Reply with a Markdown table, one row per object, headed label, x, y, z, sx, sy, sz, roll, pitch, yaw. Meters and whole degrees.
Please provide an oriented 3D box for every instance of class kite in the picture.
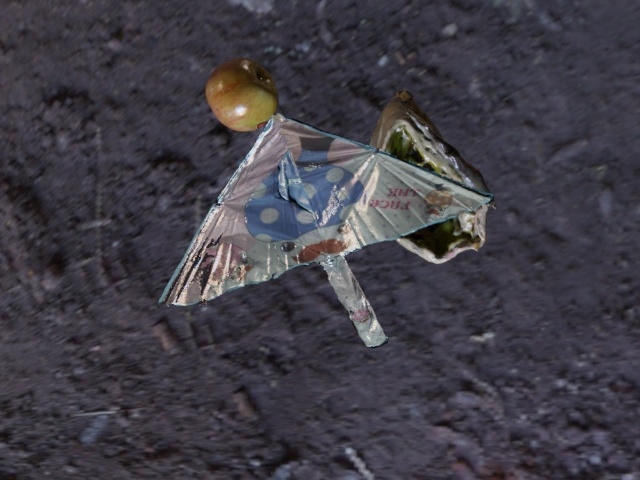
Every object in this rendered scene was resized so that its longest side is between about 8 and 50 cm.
| label | x | y | z | sx | sy | sz | roll | pitch | yaw |
| --- | --- | --- | --- | --- | --- | --- | --- | --- | --- |
| kite | 0.000 | 0.000 | 1.321 | 0.335 | 0.011 | 0.314 | -18 | 131 | 5 |

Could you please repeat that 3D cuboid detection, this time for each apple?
| label | x | y | z | sx | sy | sz | roll | pitch | yaw |
| --- | --- | --- | --- | --- | --- | --- | --- | --- | --- |
| apple | -0.084 | -0.162 | 1.553 | 0.084 | 0.071 | 0.084 | 44 | 28 | -30 |

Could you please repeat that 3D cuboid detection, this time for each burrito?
| label | x | y | z | sx | sy | sz | roll | pitch | yaw |
| --- | --- | --- | --- | --- | --- | --- | --- | --- | --- |
| burrito | 0.130 | -0.084 | 1.840 | 0.190 | 0.332 | 0.135 | 42 | 100 | -6 |
